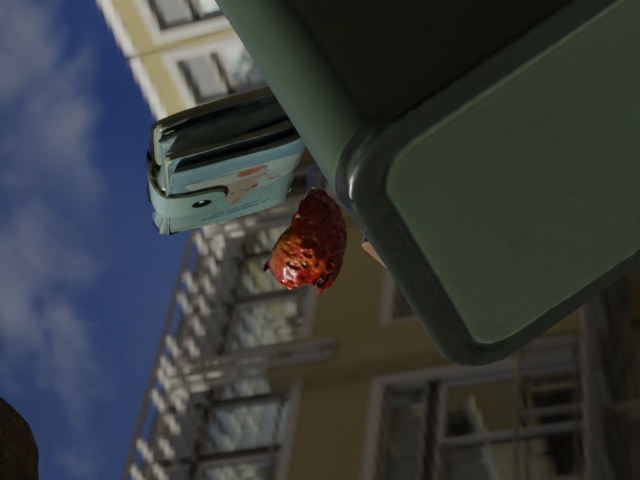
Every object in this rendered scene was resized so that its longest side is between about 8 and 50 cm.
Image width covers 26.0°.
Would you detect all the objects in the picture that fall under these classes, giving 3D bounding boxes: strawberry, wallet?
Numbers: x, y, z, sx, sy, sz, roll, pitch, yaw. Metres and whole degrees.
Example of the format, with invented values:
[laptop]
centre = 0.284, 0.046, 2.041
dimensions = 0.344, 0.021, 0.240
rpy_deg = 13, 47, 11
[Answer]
[strawberry]
centre = 0.000, 0.000, 1.619
dimensions = 0.121, 0.082, 0.188
rpy_deg = -62, -9, 11
[wallet]
centre = -0.100, -0.083, 1.475
dimensions = 0.250, 0.176, 0.075
rpy_deg = 116, 135, -73

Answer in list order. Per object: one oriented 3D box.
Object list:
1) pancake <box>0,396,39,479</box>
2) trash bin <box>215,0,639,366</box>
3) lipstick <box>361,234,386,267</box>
[pancake]
centre = -0.345, 0.193, 1.159
dimensions = 0.236, 0.042, 0.222
rpy_deg = 10, -117, -38
[trash bin]
centre = 0.050, -0.153, 0.617
dimensions = 0.343, 0.223, 0.158
rpy_deg = 57, -179, 38
[lipstick]
centre = 0.067, -0.051, 0.943
dimensions = 0.045, 0.045, 0.145
rpy_deg = 40, -131, -39
